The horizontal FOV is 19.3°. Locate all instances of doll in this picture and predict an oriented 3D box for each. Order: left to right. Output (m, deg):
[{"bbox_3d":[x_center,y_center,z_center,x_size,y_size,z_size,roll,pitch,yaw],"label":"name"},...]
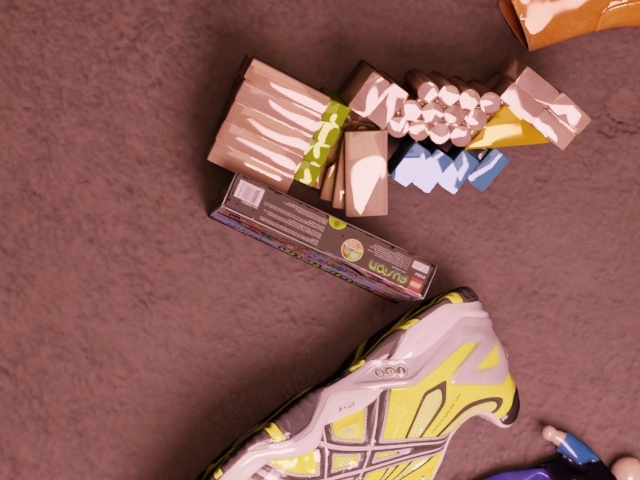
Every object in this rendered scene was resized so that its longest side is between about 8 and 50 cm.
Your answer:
[{"bbox_3d":[0.230,0.244,1.837,0.189,0.046,0.129,-11,88,-11],"label":"doll"}]

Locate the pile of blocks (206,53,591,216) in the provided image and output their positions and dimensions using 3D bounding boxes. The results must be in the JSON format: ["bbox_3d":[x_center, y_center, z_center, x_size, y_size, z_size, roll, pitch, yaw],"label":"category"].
[{"bbox_3d":[0.069,-0.107,1.816,0.362,0.112,0.149,1,104,-7],"label":"pile of blocks"}]

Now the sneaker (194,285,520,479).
[{"bbox_3d":[0.024,0.200,1.755,0.384,0.145,0.147,-35,91,-10],"label":"sneaker"}]

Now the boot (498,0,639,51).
[{"bbox_3d":[0.299,-0.235,1.874,0.211,0.104,0.295,-32,86,-6],"label":"boot"}]

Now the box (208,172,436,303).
[{"bbox_3d":[0.000,0.000,1.782,0.207,0.114,0.036,25,81,-7],"label":"box"}]
